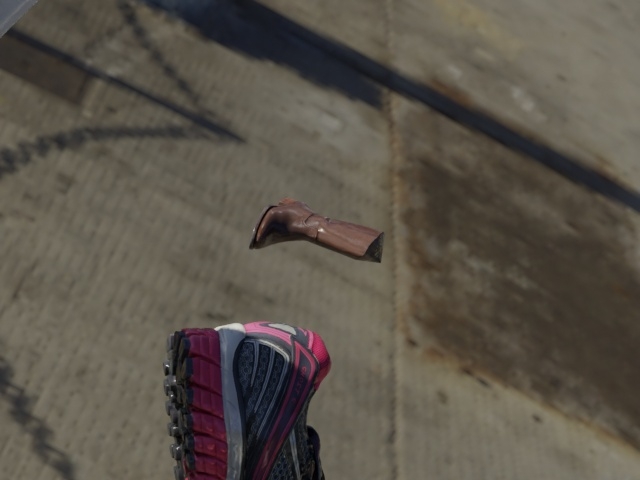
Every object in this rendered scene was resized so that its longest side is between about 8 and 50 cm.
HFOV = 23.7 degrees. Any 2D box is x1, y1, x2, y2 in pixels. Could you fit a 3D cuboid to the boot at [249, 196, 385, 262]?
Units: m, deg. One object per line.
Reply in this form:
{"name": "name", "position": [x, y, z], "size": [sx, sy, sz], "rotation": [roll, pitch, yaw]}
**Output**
{"name": "boot", "position": [0.000, 0.000, 1.447], "size": [0.114, 0.037, 0.106], "rotation": [24, 32, 14]}

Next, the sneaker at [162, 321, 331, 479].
{"name": "sneaker", "position": [-0.044, 0.204, 1.095], "size": [0.112, 0.299, 0.121], "rotation": [-6, 20, -15]}

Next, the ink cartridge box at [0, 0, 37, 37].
{"name": "ink cartridge box", "position": [-0.247, -0.176, 0.775], "size": [0.275, 0.060, 0.239], "rotation": [15, 48, 24]}
